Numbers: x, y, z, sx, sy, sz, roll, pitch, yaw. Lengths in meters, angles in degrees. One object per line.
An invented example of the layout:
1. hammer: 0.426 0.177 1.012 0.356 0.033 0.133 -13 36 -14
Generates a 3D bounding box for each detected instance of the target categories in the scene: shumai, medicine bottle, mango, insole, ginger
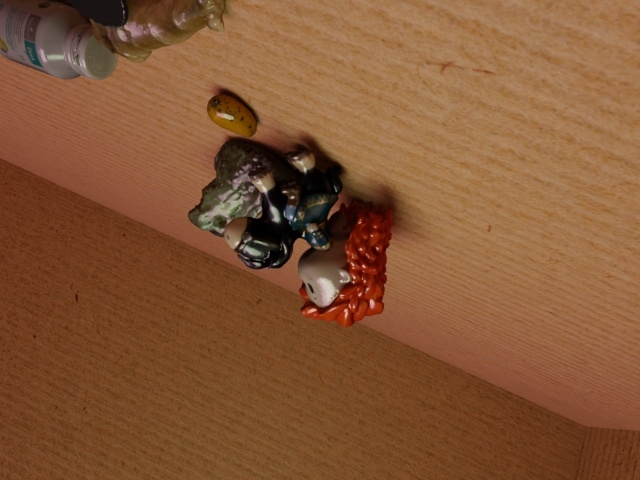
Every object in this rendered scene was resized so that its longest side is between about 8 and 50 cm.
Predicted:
1. shumai: -0.188 -0.103 1.134 0.222 0.203 0.272 33 156 -25
2. medicine bottle: -0.504 -0.383 0.887 0.215 0.135 0.135 22 161 11
3. mango: -0.178 -0.251 0.948 0.079 0.057 0.114 -6 147 45
4. insole: -0.416 -0.437 0.703 0.309 0.012 0.110 36 137 1
5. ginger: -0.258 -0.364 0.732 0.295 0.086 0.131 1 131 34

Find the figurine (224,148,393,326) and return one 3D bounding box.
1. figurine: -0.011 -0.002 1.016 0.412 0.306 0.241 36 168 -23
